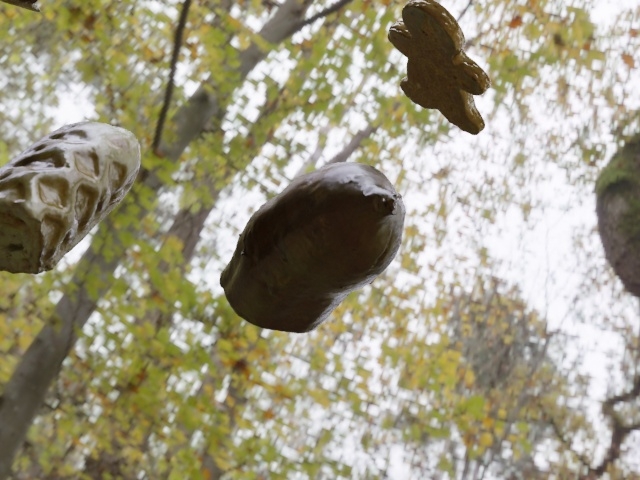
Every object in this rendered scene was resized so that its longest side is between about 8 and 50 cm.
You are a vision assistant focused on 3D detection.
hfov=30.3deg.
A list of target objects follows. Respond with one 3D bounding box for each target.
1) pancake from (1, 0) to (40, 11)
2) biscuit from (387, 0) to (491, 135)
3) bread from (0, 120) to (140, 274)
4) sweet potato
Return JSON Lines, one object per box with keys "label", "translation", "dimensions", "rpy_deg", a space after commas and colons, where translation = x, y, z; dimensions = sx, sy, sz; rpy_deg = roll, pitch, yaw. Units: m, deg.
{"label": "pancake", "translation": [-0.389, -0.388, 1.443], "dimensions": [0.212, 0.056, 0.257], "rpy_deg": [1, -44, -39]}
{"label": "biscuit", "translation": [0.147, -0.218, 1.452], "dimensions": [0.153, 0.030, 0.234], "rpy_deg": [33, -17, 26]}
{"label": "bread", "translation": [-0.327, -0.063, 1.482], "dimensions": [0.152, 0.268, 0.130], "rpy_deg": [-19, -69, 34]}
{"label": "sweet potato", "translation": [0.000, 0.000, 1.305], "dimensions": [0.158, 0.158, 0.370], "rpy_deg": [34, -36, -7]}
